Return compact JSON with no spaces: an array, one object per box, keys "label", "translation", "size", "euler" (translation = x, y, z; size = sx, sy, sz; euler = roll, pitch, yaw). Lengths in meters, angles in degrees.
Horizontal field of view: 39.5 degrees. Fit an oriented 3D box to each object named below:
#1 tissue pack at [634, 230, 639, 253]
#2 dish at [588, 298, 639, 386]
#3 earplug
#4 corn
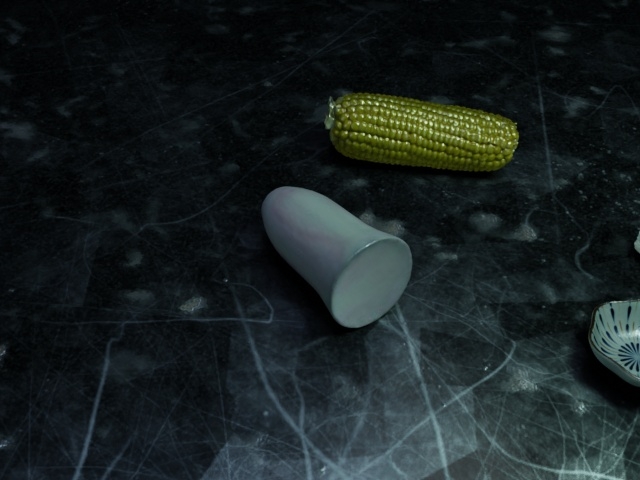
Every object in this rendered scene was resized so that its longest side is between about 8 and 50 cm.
[{"label":"tissue pack","translation":[0.725,0.070,1.565],"size":[0.170,0.071,0.325],"euler":[-15,45,-23]},{"label":"dish","translation":[0.518,0.179,1.439],"size":[0.191,0.066,0.190],"euler":[3,40,-2]},{"label":"earplug","translation":[0.000,0.000,1.552],"size":[0.172,0.172,0.301],"euler":[-24,42,-27]},{"label":"corn","translation":[0.197,-0.214,1.803],"size":[0.388,0.143,0.144],"euler":[10,43,1]}]
